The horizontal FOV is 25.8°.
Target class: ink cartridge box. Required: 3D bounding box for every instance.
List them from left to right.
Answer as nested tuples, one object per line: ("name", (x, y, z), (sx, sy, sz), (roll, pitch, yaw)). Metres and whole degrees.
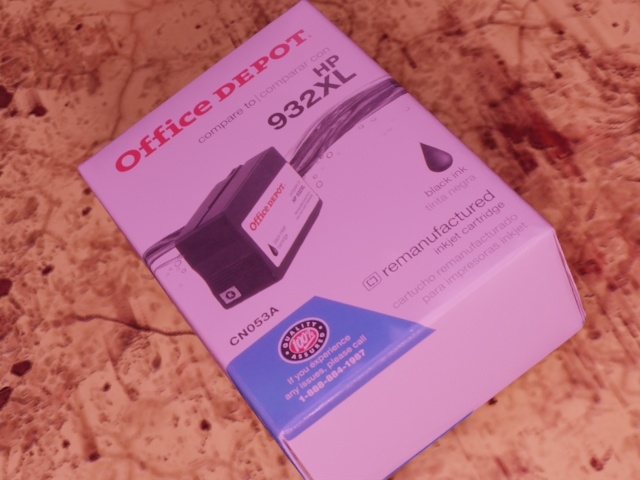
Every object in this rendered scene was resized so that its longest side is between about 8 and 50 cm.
("ink cartridge box", (0.000, 0.000, 0.997), (0.223, 0.129, 0.307), (-37, 51, -5))
